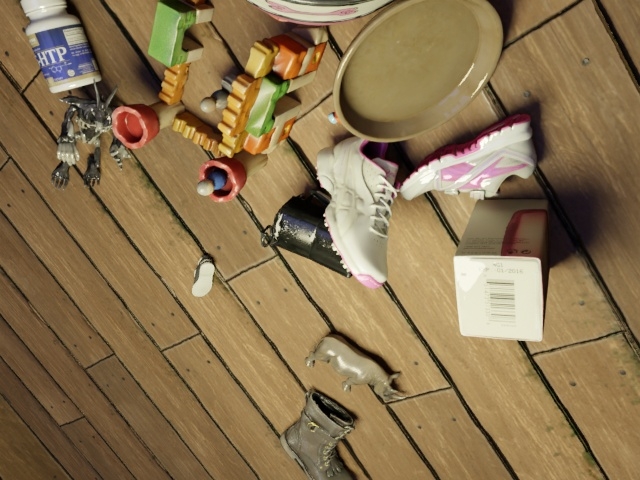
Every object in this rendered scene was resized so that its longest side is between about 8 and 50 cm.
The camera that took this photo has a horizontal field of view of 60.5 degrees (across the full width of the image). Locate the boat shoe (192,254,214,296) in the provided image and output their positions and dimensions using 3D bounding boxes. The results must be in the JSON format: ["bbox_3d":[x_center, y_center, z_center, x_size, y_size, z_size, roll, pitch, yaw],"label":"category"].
[{"bbox_3d":[-0.291,0.088,1.357,0.046,0.038,0.125,1,134,-22],"label":"boat shoe"}]

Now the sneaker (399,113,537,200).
[{"bbox_3d":[0.253,-0.113,0.942,0.252,0.103,0.111,-22,103,34],"label":"sneaker"}]

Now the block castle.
[{"bbox_3d":[-0.193,-0.314,0.982,0.303,0.213,0.453,32,125,7],"label":"block castle"}]

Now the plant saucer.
[{"bbox_3d":[0.146,-0.265,0.850,0.278,0.278,0.041,-47,50,36],"label":"plant saucer"}]

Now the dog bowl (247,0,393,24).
[{"bbox_3d":[0.000,-0.481,0.732,0.409,0.150,0.407,0,87,-2],"label":"dog bowl"}]

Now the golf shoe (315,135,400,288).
[{"bbox_3d":[0.080,-0.068,0.963,0.140,0.115,0.306,-29,57,27],"label":"golf shoe"}]

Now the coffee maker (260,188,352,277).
[{"bbox_3d":[0.000,0.000,1.084,0.178,0.171,0.120,23,139,16],"label":"coffee maker"}]

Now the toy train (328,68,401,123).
[{"bbox_3d":[0.084,-0.269,0.944,0.166,0.125,0.046,-33,137,31],"label":"toy train"}]

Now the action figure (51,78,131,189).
[{"bbox_3d":[-0.508,-0.218,1.225,0.275,0.164,0.140,-48,52,41],"label":"action figure"}]

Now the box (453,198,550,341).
[{"bbox_3d":[0.311,0.040,0.916,0.127,0.232,0.148,0,116,26],"label":"box"}]

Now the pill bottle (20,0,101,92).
[{"bbox_3d":[-0.552,-0.418,1.163,0.112,0.112,0.186,-4,114,28],"label":"pill bottle"}]

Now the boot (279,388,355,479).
[{"bbox_3d":[0.024,0.523,1.407,0.263,0.091,0.229,38,127,5],"label":"boot"}]

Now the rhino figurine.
[{"bbox_3d":[0.089,0.301,1.267,0.243,0.073,0.106,31,128,6],"label":"rhino figurine"}]
